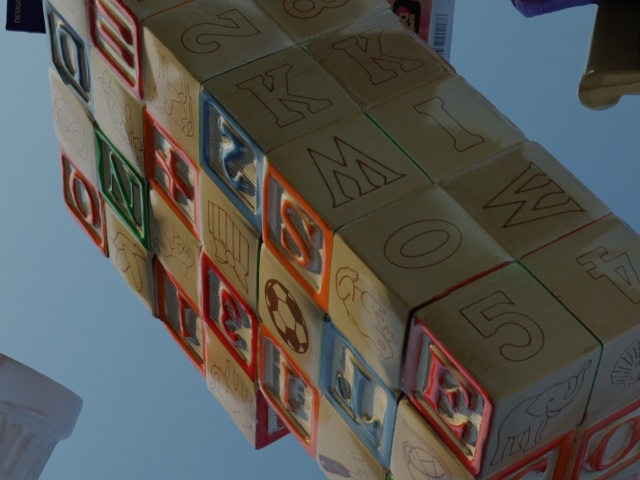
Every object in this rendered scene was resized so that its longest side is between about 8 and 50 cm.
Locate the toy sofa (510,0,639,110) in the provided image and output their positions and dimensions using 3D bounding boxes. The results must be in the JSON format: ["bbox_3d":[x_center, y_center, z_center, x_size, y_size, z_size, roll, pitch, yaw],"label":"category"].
[{"bbox_3d":[0.182,-0.267,0.936,0.177,0.150,0.363,2,-60,12],"label":"toy sofa"}]

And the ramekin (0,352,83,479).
[{"bbox_3d":[-0.229,0.087,0.784,0.207,0.207,0.109,14,-104,30],"label":"ramekin"}]

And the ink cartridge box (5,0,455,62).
[{"bbox_3d":[-0.079,-0.224,1.193,0.371,0.069,0.176,8,-81,21],"label":"ink cartridge box"}]

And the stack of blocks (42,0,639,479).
[{"bbox_3d":[0.000,0.000,0.638,0.087,0.171,0.297,-25,-128,-24],"label":"stack of blocks"}]
